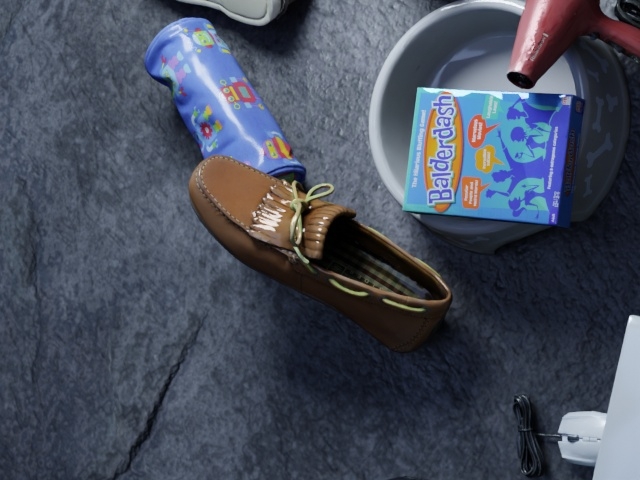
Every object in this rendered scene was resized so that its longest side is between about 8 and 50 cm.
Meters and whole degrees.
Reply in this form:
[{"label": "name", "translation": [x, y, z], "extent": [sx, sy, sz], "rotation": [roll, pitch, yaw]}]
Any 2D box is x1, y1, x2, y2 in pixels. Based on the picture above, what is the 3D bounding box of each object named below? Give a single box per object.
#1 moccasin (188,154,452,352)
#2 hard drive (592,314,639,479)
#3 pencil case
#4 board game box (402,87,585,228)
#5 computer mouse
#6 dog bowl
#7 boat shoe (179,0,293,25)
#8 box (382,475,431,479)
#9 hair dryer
[{"label": "moccasin", "translation": [-0.002, 0.002, 1.863], "extent": [0.380, 0.139, 0.147], "rotation": [37, 141, 9]}, {"label": "hard drive", "translation": [0.507, 0.239, 1.648], "extent": [0.353, 0.047, 0.233], "rotation": [13, 92, 23]}, {"label": "pencil case", "translation": [-0.139, -0.172, 2.047], "extent": [0.306, 0.119, 0.133], "rotation": [58, 139, 20]}, {"label": "board game box", "translation": [0.211, -0.103, 1.760], "extent": [0.210, 0.047, 0.160], "rotation": [6, 88, 31]}, {"label": "computer mouse", "translation": [0.329, 0.244, 1.777], "extent": [0.193, 0.042, 0.106], "rotation": [-4, 82, 30]}, {"label": "dog bowl", "translation": [0.217, -0.155, 1.848], "extent": [0.349, 0.102, 0.349], "rotation": [-4, 83, 30]}, {"label": "boat shoe", "translation": [-0.160, -0.410, 2.095], "extent": [0.324, 0.097, 0.116], "rotation": [27, 139, 33]}, {"label": "box", "translation": [0.136, 0.359, 1.810], "extent": [0.156, 0.158, 0.093], "rotation": [5, 88, 30]}, {"label": "hair dryer", "translation": [0.350, -0.260, 1.715], "extent": [0.293, 0.080, 0.223], "rotation": [-22, 69, -10]}]
